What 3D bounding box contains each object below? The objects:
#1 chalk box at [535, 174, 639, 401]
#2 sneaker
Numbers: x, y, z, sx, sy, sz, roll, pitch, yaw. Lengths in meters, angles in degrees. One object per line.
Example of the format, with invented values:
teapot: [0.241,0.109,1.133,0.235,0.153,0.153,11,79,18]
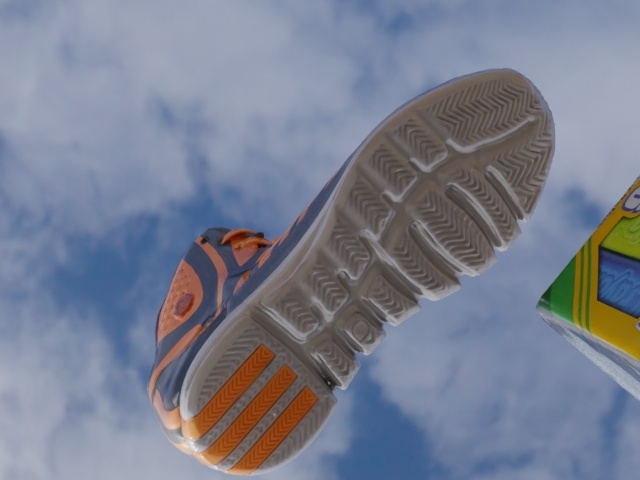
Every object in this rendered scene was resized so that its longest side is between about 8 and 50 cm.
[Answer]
chalk box: [0.256,0.038,0.686,0.180,0.289,0.179,39,-91,-11]
sneaker: [0.000,0.000,0.964,0.321,0.180,0.124,-43,-67,-11]
